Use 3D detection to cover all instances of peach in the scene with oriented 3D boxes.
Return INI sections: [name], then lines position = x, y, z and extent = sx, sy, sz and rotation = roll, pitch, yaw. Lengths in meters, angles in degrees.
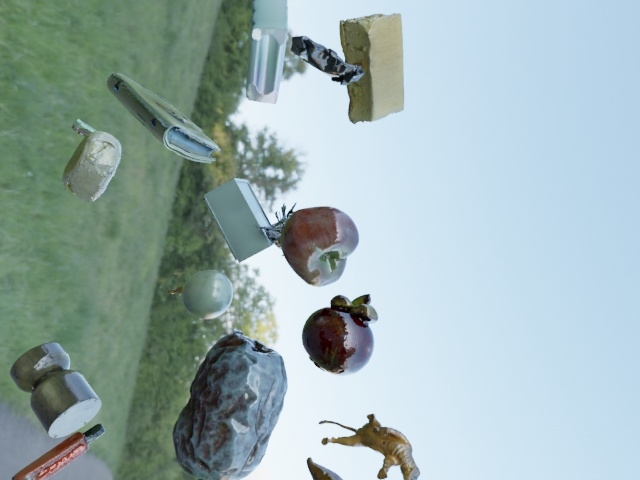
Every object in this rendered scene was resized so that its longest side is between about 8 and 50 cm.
[peach]
position = 0.000, 0.000, 1.010
extent = 0.152, 0.152, 0.152
rotation = 174, -90, -74

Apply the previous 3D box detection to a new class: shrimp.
[shrimp]
position = -0.041, -0.014, 1.621
extent = 0.221, 0.166, 0.410
rotation = 49, 7, 29

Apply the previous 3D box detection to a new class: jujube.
[jujube]
position = -0.196, 0.368, 1.170
extent = 0.226, 0.226, 0.317
rotation = -174, -77, -74

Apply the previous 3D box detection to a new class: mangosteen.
[mangosteen]
position = 0.070, 0.260, 1.513
extent = 0.257, 0.215, 0.215
rotation = -52, -159, -1

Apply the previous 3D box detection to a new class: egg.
[egg]
position = -0.267, 0.127, 1.236
extent = 0.152, 0.114, 0.114
rotation = -24, -109, 53

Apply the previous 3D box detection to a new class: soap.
[soap]
position = -0.183, -0.618, 1.745
extent = 0.347, 0.115, 0.208
rotation = 112, -21, -61

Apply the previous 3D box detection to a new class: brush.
[brush]
position = -0.737, 0.604, 1.419
extent = 0.070, 0.323, 0.051
rotation = 2, -62, 46

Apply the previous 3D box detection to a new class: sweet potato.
[sweet potato]
position = 0.063, 0.836, 1.657
extent = 0.359, 0.112, 0.112
rotation = 50, -33, 29

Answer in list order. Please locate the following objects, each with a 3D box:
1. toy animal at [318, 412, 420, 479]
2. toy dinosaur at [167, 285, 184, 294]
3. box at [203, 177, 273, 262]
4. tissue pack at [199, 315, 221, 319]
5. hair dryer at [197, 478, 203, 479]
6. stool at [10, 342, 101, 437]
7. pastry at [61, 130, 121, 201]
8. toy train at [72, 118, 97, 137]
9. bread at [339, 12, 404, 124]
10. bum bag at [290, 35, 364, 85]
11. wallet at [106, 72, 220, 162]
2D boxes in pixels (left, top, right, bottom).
[toy animal]
position = 0.105, 0.441, 1.175
extent = 0.255, 0.116, 0.114
rotation = 16, -104, 41
[toy dinosaur]
position = -0.516, 0.186, 1.983
extent = 0.162, 0.126, 0.039
rotation = 128, -36, -69
[box]
position = -0.241, -0.064, 1.616
extent = 0.225, 0.117, 0.225
rotation = 62, 4, -3
[tissue pack]
position = -0.409, 0.262, 1.939
extent = 0.063, 0.083, 0.035
rotation = -121, -144, -56
[hair dryer]
position = -0.238, 0.687, 1.390
extent = 0.251, 0.089, 0.197
rotation = 46, -29, 2
[stool]
position = -0.878, 0.494, 1.747
extent = 0.264, 0.179, 0.179
rotation = 42, -35, 21
[pastry]
position = -0.525, -0.172, 1.210
extent = 0.166, 0.088, 0.166
rotation = -34, -140, 35
[toy train]
position = -0.735, -0.337, 1.713
extent = 0.038, 0.148, 0.071
rotation = -60, -162, -10
[bread]
position = 0.147, -0.482, 1.471
extent = 0.114, 0.185, 0.274
rotation = 13, -58, 39
[bum bag]
position = 0.011, -0.425, 1.258
extent = 0.087, 0.198, 0.049
rotation = 1, -109, 61
[wallet]
position = -0.218, -0.166, 0.731
extent = 0.155, 0.110, 0.039
rotation = 43, -79, 29
